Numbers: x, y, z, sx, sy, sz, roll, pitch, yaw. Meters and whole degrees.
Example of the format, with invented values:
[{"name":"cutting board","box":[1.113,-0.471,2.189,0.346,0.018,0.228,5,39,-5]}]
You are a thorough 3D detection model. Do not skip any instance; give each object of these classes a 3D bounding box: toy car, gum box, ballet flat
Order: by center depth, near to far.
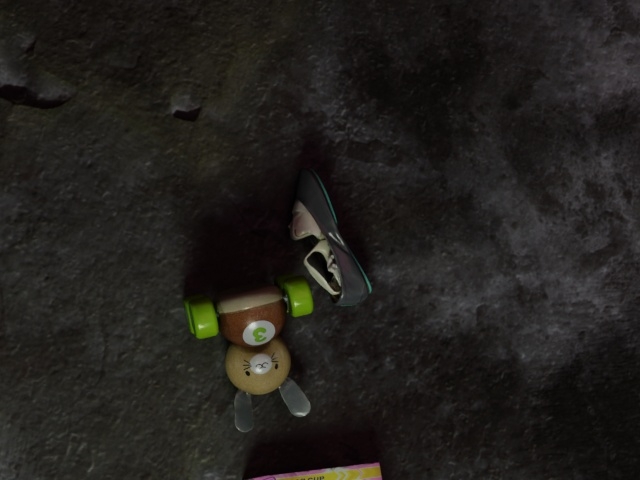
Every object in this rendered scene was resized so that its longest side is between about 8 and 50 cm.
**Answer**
[{"name":"toy car","box":[-0.081,0.151,1.843,0.155,0.149,0.188,-13,94,-10]},{"name":"gum box","box":[-0.001,0.356,1.855,0.188,0.062,0.107,-3,79,-21]},{"name":"ballet flat","box":[0.000,0.000,1.939,0.074,0.074,0.203,-25,89,-23]}]
